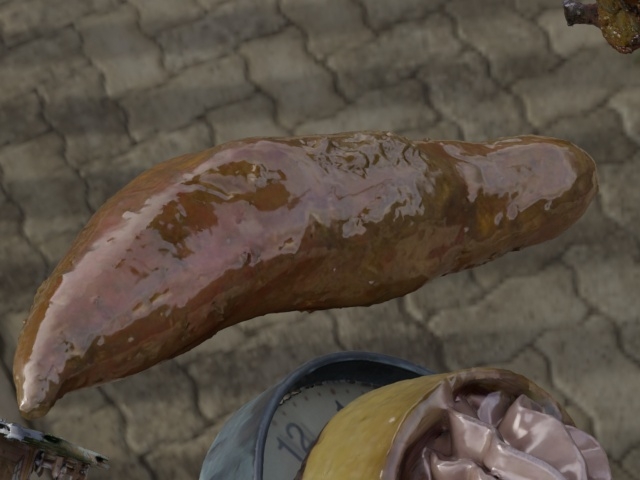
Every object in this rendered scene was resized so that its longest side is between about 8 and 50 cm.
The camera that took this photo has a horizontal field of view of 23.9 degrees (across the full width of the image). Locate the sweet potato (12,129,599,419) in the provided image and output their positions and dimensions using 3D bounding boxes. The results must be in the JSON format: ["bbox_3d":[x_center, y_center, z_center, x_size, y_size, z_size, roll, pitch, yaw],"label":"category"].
[{"bbox_3d":[-0.011,-0.008,0.741,0.355,0.095,0.106,-18,50,-34],"label":"sweet potato"}]

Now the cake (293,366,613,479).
[{"bbox_3d":[0.100,0.174,0.840,0.185,0.207,0.178,-16,12,-40],"label":"cake"}]

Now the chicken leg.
[{"bbox_3d":[0.189,-0.150,0.973,0.062,0.145,0.037,39,85,4],"label":"chicken leg"}]

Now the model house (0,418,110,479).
[{"bbox_3d":[-0.383,0.247,1.517,0.294,0.207,0.154,9,75,18],"label":"model house"}]

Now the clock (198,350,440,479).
[{"bbox_3d":[0.081,0.257,1.181,0.076,0.386,0.386,-45,40,33],"label":"clock"}]
